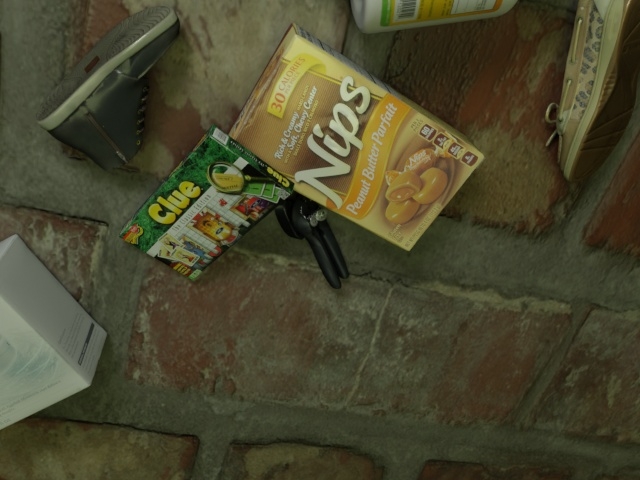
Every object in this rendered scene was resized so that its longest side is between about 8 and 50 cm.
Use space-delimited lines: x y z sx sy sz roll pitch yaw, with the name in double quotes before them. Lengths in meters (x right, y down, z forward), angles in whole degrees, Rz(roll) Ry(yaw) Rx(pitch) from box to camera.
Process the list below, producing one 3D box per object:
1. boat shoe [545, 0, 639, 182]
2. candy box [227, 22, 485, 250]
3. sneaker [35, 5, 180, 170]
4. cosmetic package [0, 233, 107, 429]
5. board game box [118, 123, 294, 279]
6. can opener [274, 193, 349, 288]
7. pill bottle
"boat shoe" 0.392 -0.222 0.829 0.104 0.089 0.285 -16 127 -30
"candy box" 0.048 -0.135 0.814 0.316 0.087 0.183 27 113 -21
"sneaker" -0.248 -0.197 0.753 0.222 0.083 0.118 -39 136 6
"cosmetic package" -0.494 0.151 0.868 0.224 0.138 0.225 -27 118 7
"board game box" -0.169 -0.042 0.818 0.136 0.030 0.259 36 130 -21
"can opener" 0.000 0.000 0.911 0.059 0.073 0.186 -51 126 -24
"pill bottle" 0.162 -0.334 0.691 0.245 0.136 0.136 -9 120 -4
